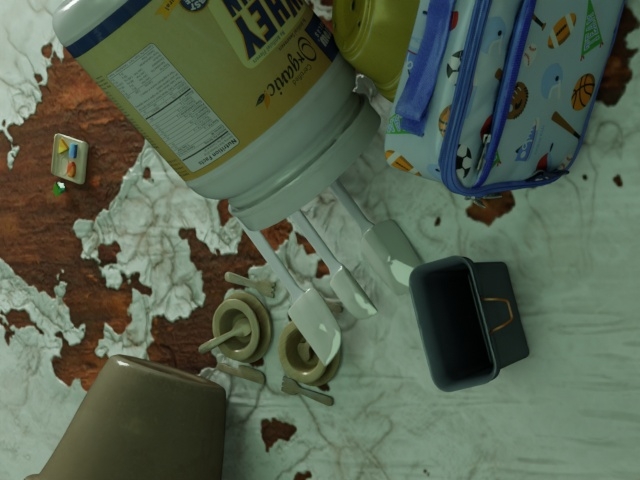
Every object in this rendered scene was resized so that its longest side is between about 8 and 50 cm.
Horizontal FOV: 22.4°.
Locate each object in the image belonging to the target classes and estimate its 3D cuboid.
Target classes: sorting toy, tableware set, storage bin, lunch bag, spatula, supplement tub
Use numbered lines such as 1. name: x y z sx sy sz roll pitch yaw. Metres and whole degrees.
1. sorting toy: -0.335 -0.095 2.142 0.062 0.012 0.083 18 106 37
2. tableware set: -0.060 0.117 1.920 0.194 0.039 0.128 14 104 38
3. storage bin: 0.167 0.080 1.692 0.098 0.091 0.135 -18 84 40
4. lunch bag: 0.178 -0.183 1.551 0.115 0.243 0.303 24 109 36
5. spatula: 0.000 0.000 1.854 0.168 0.019 0.242 -47 60 22
6. supplement tub: -0.106 -0.188 1.732 0.228 0.228 0.316 -29 109 38

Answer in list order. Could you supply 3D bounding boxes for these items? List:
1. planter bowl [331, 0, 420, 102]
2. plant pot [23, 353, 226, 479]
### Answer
1. planter bowl: 0.069 -0.238 1.673 0.217 0.090 0.217 -177 90 -69
2. plant pot: -0.215 0.267 1.957 0.263 0.263 0.229 17 88 38
